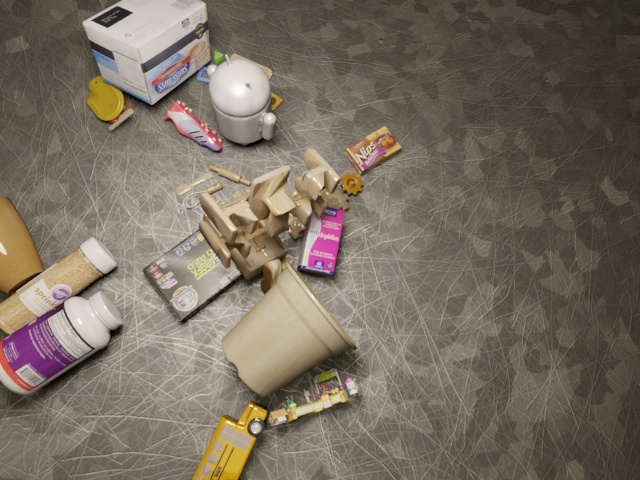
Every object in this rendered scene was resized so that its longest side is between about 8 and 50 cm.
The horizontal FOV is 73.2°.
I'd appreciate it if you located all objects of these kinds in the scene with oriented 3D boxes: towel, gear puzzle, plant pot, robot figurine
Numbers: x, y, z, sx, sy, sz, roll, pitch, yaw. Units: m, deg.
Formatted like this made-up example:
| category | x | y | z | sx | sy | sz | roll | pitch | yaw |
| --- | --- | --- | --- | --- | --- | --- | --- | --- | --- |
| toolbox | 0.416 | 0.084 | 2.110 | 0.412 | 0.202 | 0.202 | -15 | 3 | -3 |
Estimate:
| category | x | y | z | sx | sy | sz | roll | pitch | yaw |
| --- | --- | --- | --- | --- | --- | --- | --- | --- | --- |
| towel | -0.135 | 0.066 | 1.497 | 0.083 | 0.009 | 0.060 | 34 | 74 | 5 |
| gear puzzle | 0.001 | -0.153 | 1.558 | 0.338 | 0.044 | 0.176 | -31 | 86 | -13 |
| plant pot | -0.986 | 0.034 | 1.325 | 0.237 | 0.237 | 0.254 | -41 | 94 | -15 |
| plant pot | -0.111 | 0.288 | 1.298 | 0.305 | 0.334 | 0.334 | -39 | 81 | -3 |
| robot figurine | -0.267 | -0.467 | 1.461 | 0.300 | 0.353 | 0.200 | 39 | 74 | 5 |

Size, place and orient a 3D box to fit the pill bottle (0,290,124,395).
| category | x | y | z | sx | sy | sz | roll | pitch | yaw |
| --- | --- | --- | --- | --- | --- | --- | --- | --- | --- |
| pill bottle | -0.766 | 0.291 | 1.276 | 0.322 | 0.181 | 0.182 | -34 | 80 | -15 |

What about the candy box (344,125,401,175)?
| category | x | y | z | sx | sy | sz | roll | pitch | yaw |
| --- | --- | --- | --- | --- | --- | --- | --- | --- | --- |
| candy box | 0.197 | -0.339 | 1.629 | 0.186 | 0.053 | 0.109 | -31 | 79 | -15 |

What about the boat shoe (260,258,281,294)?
| category | x | y | z | sx | sy | sz | roll | pitch | yaw |
| --- | --- | --- | --- | --- | --- | --- | --- | --- | --- |
| boat shoe | -0.154 | 0.125 | 1.405 | 0.063 | 0.170 | 0.059 | 41 | 53 | 21 |

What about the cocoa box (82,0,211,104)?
| category | x | y | z | sx | sy | sz | roll | pitch | yaw |
| --- | --- | --- | --- | --- | --- | --- | --- | --- | --- |
| cocoa box | -0.585 | -0.692 | 1.511 | 0.231 | 0.228 | 0.347 | 28 | 57 | 11 |

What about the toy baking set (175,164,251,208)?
| category | x | y | z | sx | sy | sz | roll | pitch | yaw |
| --- | --- | --- | --- | --- | --- | --- | --- | --- | --- |
| toy baking set | -0.375 | -0.175 | 1.532 | 0.256 | 0.030 | 0.197 | 27 | 73 | 3 |

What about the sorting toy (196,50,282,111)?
| category | x | y | z | sx | sy | sz | roll | pitch | yaw |
| --- | --- | --- | --- | --- | --- | --- | --- | --- | --- |
| sorting toy | -0.304 | -0.621 | 1.663 | 0.347 | 0.047 | 0.196 | 25 | 73 | 2 |

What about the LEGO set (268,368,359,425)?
| category | x | y | z | sx | sy | sz | roll | pitch | yaw |
| --- | --- | --- | --- | --- | --- | --- | --- | --- | --- |
| LEGO set | -0.026 | 0.475 | 1.334 | 0.286 | 0.132 | 0.107 | -18 | 67 | -4 |

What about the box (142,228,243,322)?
| category | x | y | z | sx | sy | sz | roll | pitch | yaw |
| --- | --- | --- | --- | --- | --- | --- | --- | --- | --- |
| box | -0.411 | 0.103 | 1.431 | 0.270 | 0.060 | 0.216 | -38 | 79 | -15 |

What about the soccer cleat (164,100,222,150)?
| category | x | y | z | sx | sy | sz | roll | pitch | yaw |
| --- | --- | --- | --- | --- | --- | --- | --- | --- | --- |
| soccer cleat | -0.463 | -0.403 | 1.577 | 0.248 | 0.083 | 0.095 | 45 | 104 | 3 |

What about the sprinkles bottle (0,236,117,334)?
| category | x | y | z | sx | sy | sz | roll | pitch | yaw |
| --- | --- | --- | --- | --- | --- | --- | --- | --- | --- |
| sprinkles bottle | -0.822 | 0.142 | 1.347 | 0.355 | 0.121 | 0.121 | -40 | 81 | -15 |

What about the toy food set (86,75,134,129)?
| category | x | y | z | sx | sy | sz | roll | pitch | yaw |
| --- | --- | --- | --- | --- | --- | --- | --- | --- | --- |
| toy food set | -0.759 | -0.496 | 1.576 | 0.128 | 0.071 | 0.218 | -41 | 79 | 9 |

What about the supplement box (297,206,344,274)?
| category | x | y | z | sx | sy | sz | roll | pitch | yaw |
| --- | --- | --- | --- | --- | --- | --- | --- | --- | --- |
| supplement box | 0.000 | 0.000 | 1.456 | 0.111 | 0.114 | 0.220 | 12 | 81 | -9 |

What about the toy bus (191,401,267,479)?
| category | x | y | z | sx | sy | sz | roll | pitch | yaw |
| --- | --- | --- | --- | --- | --- | --- | --- | --- | --- |
| toy bus | -0.272 | 0.636 | 1.264 | 0.130 | 0.108 | 0.333 | 24 | 73 | 3 |

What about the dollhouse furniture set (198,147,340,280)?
| category | x | y | z | sx | sy | sz | roll | pitch | yaw |
| --- | --- | --- | --- | --- | --- | --- | --- | --- | --- |
| dollhouse furniture set | -0.201 | -0.098 | 1.295 | 0.362 | 0.394 | 0.256 | -31 | 72 | -31 |
